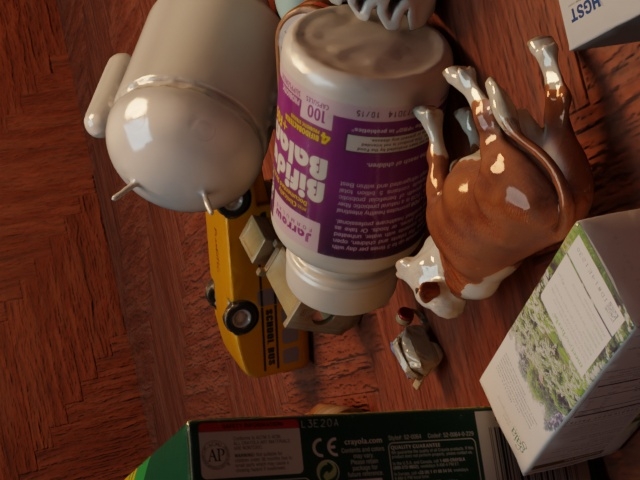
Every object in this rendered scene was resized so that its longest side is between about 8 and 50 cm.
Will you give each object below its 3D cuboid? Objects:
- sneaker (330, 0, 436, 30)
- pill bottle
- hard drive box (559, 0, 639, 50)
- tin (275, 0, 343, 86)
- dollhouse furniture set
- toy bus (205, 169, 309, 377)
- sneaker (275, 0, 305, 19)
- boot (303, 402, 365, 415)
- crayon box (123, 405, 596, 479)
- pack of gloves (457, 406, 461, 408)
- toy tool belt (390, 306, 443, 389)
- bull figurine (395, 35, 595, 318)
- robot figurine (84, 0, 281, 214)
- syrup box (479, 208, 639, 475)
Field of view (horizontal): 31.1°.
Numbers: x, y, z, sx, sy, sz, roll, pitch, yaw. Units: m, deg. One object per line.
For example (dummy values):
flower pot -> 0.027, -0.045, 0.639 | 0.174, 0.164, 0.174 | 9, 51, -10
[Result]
sneaker -> -0.019, -0.290, 1.078 | 0.110, 0.292, 0.118 | -94, 18, -47
pill bottle -> 0.034, -0.074, 1.185 | 0.169, 0.169, 0.302 | -123, 29, -46
hard drive box -> 0.213, -0.259, 0.721 | 0.181, 0.089, 0.232 | 155, 102, -70
tin -> 0.002, -0.174, 1.275 | 0.106, 0.040, 0.190 | 15, 125, 27
dollhouse furniture set -> 0.000, 0.000, 1.482 | 0.161, 0.101, 0.182 | -58, 40, 27
toy bus -> -0.094, 0.026, 1.639 | 0.108, 0.130, 0.333 | -136, 40, -60
sneaker -> -0.058, -0.405, 1.287 | 0.135, 0.150, 0.366 | -132, 36, -56
boot -> 0.015, 0.362, 1.548 | 0.220, 0.109, 0.284 | 148, 112, -67
crayon box -> 0.014, 0.239, 1.059 | 0.313, 0.362, 0.106 | 136, 131, -60
pack of gloves -> 0.181, 0.293, 1.188 | 0.195, 0.046, 0.232 | -172, 82, -68
toy tool belt -> 0.099, 0.121, 1.283 | 0.083, 0.052, 0.051 | 65, 147, 36
bull figurine -> 0.143, -0.043, 1.005 | 0.310, 0.101, 0.189 | 142, 117, -68
robot figurine -> -0.150, -0.182, 1.459 | 0.200, 0.299, 0.354 | 66, -148, -50
syrup box -> 0.213, 0.083, 0.886 | 0.237, 0.096, 0.093 | 106, 148, -52
